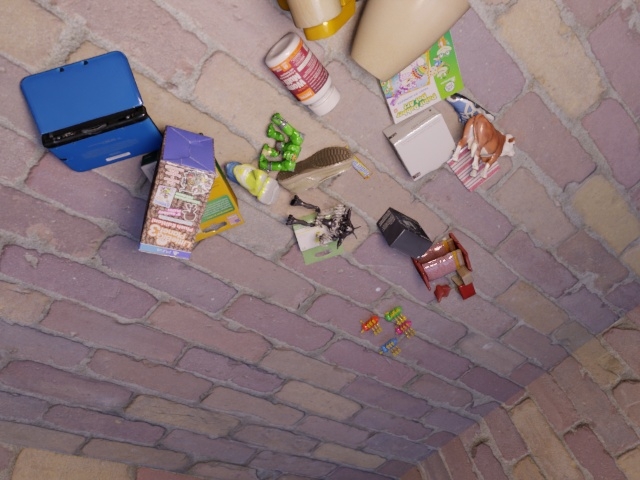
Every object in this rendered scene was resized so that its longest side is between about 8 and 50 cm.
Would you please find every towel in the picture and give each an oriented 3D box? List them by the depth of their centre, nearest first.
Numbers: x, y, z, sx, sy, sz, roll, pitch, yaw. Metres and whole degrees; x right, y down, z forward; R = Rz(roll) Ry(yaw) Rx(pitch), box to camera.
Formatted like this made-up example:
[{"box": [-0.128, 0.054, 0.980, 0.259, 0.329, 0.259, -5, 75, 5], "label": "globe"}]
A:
[{"box": [0.568, -0.285, 1.717, 0.144, 0.029, 0.197, -40, 124, 15], "label": "towel"}]

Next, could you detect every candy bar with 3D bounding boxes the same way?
[{"box": [0.124, -0.269, 1.606, 0.040, 0.018, 0.161, -40, 126, 16], "label": "candy bar"}]

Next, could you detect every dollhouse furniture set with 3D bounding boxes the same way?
[{"box": [0.546, 0.166, 1.973, 0.201, 0.152, 0.374, -28, 129, 6], "label": "dollhouse furniture set"}]

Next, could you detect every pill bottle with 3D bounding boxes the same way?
[{"box": [-0.045, -0.473, 1.334, 0.121, 0.121, 0.221, -38, 127, 14], "label": "pill bottle"}]

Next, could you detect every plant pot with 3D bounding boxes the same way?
[{"box": [0.208, -0.581, 1.240, 0.257, 0.256, 0.274, 23, 119, -29], "label": "plant pot"}]

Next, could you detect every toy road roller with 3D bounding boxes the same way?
[{"box": [-0.039, -0.629, 1.108, 0.241, 0.329, 0.202, 3, 135, 29], "label": "toy road roller"}]

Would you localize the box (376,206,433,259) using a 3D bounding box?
[{"box": [0.319, -0.026, 1.757, 0.156, 0.158, 0.093, 23, 117, -30], "label": "box"}]

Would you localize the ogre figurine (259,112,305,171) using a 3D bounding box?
[{"box": [-0.120, -0.298, 1.471, 0.118, 0.097, 0.197, 17, 106, -6], "label": "ogre figurine"}]

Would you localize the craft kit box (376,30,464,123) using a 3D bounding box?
[{"box": [0.298, -0.528, 1.435, 0.250, 0.061, 0.246, -27, 132, 6], "label": "craft kit box"}]

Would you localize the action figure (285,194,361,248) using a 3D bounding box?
[{"box": [0.024, -0.059, 1.602, 0.276, 0.141, 0.164, 16, 98, -15], "label": "action figure"}]

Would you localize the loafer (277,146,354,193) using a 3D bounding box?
[{"box": [-0.010, -0.232, 1.550, 0.269, 0.102, 0.092, -16, 140, 13], "label": "loafer"}]

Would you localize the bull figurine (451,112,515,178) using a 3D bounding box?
[{"box": [0.560, -0.315, 1.568, 0.310, 0.101, 0.188, 17, 97, -47], "label": "bull figurine"}]

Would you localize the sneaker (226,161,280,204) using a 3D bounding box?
[{"box": [-0.227, -0.201, 1.526, 0.091, 0.126, 0.240, -57, 154, -6], "label": "sneaker"}]

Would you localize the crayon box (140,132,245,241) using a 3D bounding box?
[{"box": [-0.404, -0.162, 1.496, 0.203, 0.083, 0.323, -21, 129, 1], "label": "crayon box"}]

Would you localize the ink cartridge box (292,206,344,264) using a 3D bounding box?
[{"box": [0.000, 0.000, 1.756, 0.171, 0.056, 0.235, -18, 127, -3], "label": "ink cartridge box"}]

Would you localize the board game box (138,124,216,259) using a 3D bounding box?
[{"box": [-0.407, -0.137, 1.312, 0.141, 0.232, 0.291, 13, 122, -23], "label": "board game box"}]

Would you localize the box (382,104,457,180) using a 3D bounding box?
[{"box": [0.338, -0.332, 1.553, 0.181, 0.119, 0.182, -33, 128, 9], "label": "box"}]

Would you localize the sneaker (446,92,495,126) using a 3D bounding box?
[{"box": [0.496, -0.427, 1.550, 0.211, 0.080, 0.081, 21, 117, -28], "label": "sneaker"}]

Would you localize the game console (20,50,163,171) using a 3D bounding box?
[{"box": [-0.634, -0.356, 1.318, 0.293, 0.173, 0.250, -17, 160, -2], "label": "game console"}]

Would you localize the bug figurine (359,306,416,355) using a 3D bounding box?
[{"box": [0.318, 0.413, 2.152, 0.216, 0.072, 0.279, -36, 123, 4], "label": "bug figurine"}]
